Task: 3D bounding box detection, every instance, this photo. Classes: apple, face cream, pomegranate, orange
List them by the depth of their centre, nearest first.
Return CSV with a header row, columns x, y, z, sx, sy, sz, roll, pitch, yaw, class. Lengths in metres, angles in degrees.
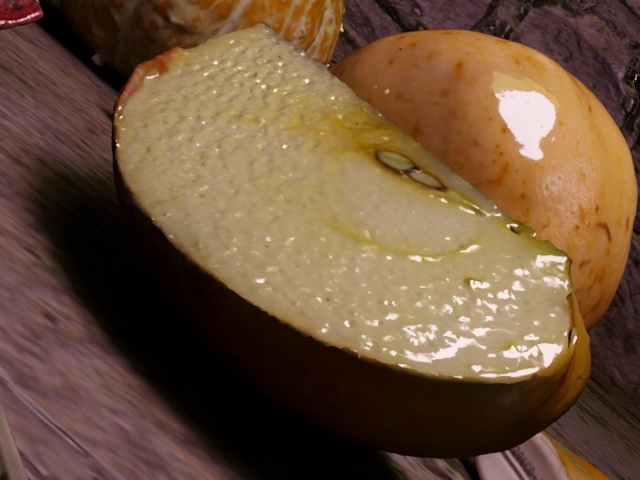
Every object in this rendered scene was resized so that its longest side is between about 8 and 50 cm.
x,y,z,sx,sy,sz,roll,pitch,yaw,class
0.000,0.000,0.625,0.346,0.179,0.254,45,-3,33,apple
0.101,-0.020,0.836,0.307,0.307,0.307,40,9,-8,pomegranate
0.244,0.243,0.846,0.285,0.067,0.139,37,12,-31,face cream
-0.134,-0.267,1.118,0.329,0.249,0.329,35,3,-2,orange

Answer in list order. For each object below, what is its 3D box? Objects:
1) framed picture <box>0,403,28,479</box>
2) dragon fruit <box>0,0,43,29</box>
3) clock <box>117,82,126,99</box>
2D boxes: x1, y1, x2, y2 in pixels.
x,y,z,sx,sy,sz,roll,pitch,yaw,class
-0.148,0.057,0.202,0.260,0.023,0.189,33,12,-46,framed picture
-0.291,-0.208,0.747,0.127,0.120,0.161,-24,27,-37,dragon fruit
-0.106,-0.076,0.923,0.155,0.061,0.113,43,8,34,clock
